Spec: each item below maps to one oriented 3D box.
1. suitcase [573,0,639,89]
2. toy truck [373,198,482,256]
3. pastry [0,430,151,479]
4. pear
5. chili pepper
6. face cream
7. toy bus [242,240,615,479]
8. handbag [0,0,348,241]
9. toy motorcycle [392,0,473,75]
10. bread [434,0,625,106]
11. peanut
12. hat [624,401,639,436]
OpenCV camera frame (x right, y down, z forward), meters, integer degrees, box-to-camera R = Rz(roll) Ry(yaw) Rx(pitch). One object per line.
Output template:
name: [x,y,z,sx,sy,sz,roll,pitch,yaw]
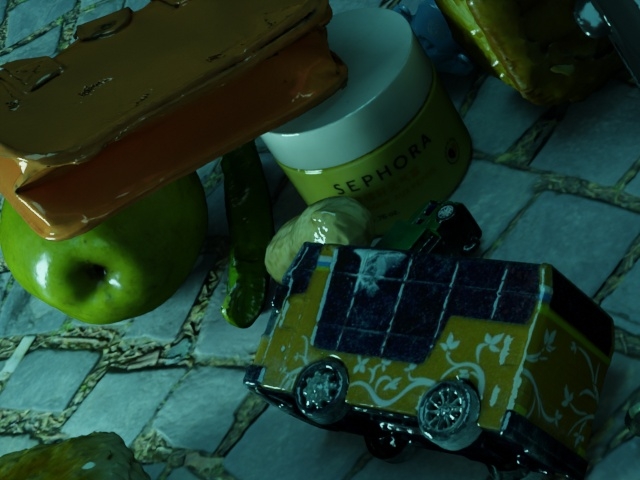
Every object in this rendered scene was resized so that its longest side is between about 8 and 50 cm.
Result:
suitcase: [0.462,-0.233,1.496,0.339,0.188,0.345,-29,62,2]
toy truck: [0.108,0.021,1.654,0.147,0.065,0.079,-48,35,-16]
pastry: [-0.298,0.326,1.519,0.330,0.136,0.329,-26,21,11]
pear: [-0.266,-0.034,1.846,0.253,0.253,0.307,-28,26,7]
chili pepper: [-0.092,-0.011,1.828,0.359,0.076,0.085,-97,25,-53]
face cream: [0.048,-0.139,1.779,0.218,0.179,0.218,-20,39,17]
toy bus: [0.103,0.113,1.442,0.323,0.162,0.194,6,70,41]
handbag: [-0.196,-0.182,1.702,0.410,0.116,0.303,-31,36,-16]
toy motorcycle: [0.187,-0.305,1.871,0.272,0.124,0.182,-50,-1,3]
bread: [0.255,-0.339,1.696,0.204,0.358,0.337,20,63,45]
peanut: [0.000,0.000,1.695,0.099,0.099,0.214,-52,1,-23]
hat: [0.366,0.130,1.348,0.166,0.081,0.122,-38,-5,-29]
